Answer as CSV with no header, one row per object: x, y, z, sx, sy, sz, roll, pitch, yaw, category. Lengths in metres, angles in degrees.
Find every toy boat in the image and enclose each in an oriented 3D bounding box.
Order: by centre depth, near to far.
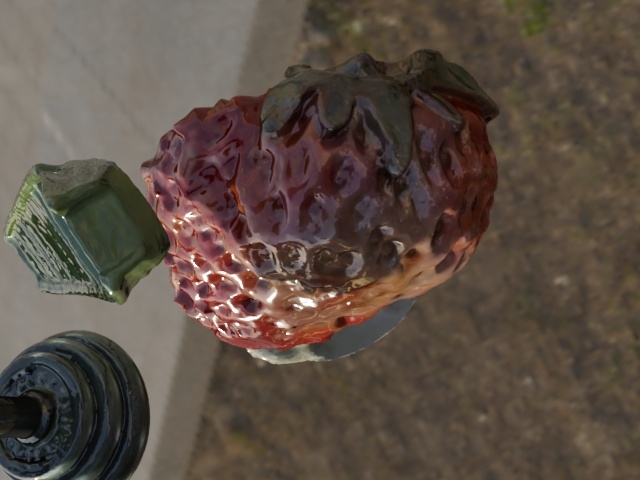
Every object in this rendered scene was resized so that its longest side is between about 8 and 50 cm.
-0.140,-0.006,1.091,0.093,0.055,0.293,58,166,-6,toy boat

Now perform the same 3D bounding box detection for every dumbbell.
-0.312,0.159,1.686,0.179,0.406,0.179,-4,82,31,dumbbell

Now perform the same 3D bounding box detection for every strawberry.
0.000,0.000,1.404,0.336,0.265,0.149,-54,49,52,strawberry

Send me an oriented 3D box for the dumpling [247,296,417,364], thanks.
-0.005,0.001,1.983,0.204,0.163,0.293,22,100,22,dumpling
